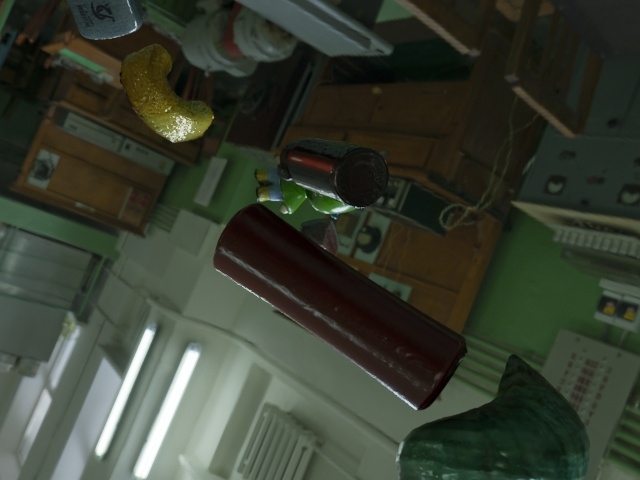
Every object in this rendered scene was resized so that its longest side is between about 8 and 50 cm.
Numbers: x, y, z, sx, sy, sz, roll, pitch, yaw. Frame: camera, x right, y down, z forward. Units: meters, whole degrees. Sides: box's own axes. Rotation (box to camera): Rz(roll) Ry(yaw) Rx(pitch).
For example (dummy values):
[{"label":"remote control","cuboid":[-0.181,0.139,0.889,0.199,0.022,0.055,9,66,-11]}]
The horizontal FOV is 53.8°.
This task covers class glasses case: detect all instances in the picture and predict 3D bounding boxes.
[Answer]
[{"label":"glasses case","cuboid":[-0.433,-0.532,1.154,0.131,0.074,0.323,-6,133,6]}]

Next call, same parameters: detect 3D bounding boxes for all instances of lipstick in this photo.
[{"label":"lipstick","cuboid":[0.014,0.056,0.575,0.241,0.080,0.080,33,180,12]}]

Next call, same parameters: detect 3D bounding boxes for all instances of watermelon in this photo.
[{"label":"watermelon","cuboid":[0.002,0.002,1.238,0.085,0.092,0.072,35,180,-40]}]

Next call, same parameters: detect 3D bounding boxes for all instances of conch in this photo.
[{"label":"conch","cuboid":[0.152,0.193,0.558,0.122,0.188,0.176,54,168,14]}]

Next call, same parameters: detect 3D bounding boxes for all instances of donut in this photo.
[{"label":"donut","cuboid":[-0.374,-0.336,1.503,0.101,0.152,0.259,-25,113,31]}]

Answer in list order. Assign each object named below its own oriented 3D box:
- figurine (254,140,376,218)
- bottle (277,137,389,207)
[{"label":"figurine","cuboid":[-0.006,-0.127,1.335,0.264,0.162,0.143,-5,166,5]},{"label":"bottle","cuboid":[0.004,-0.072,0.635,0.060,0.060,0.164,24,-178,-27]}]
